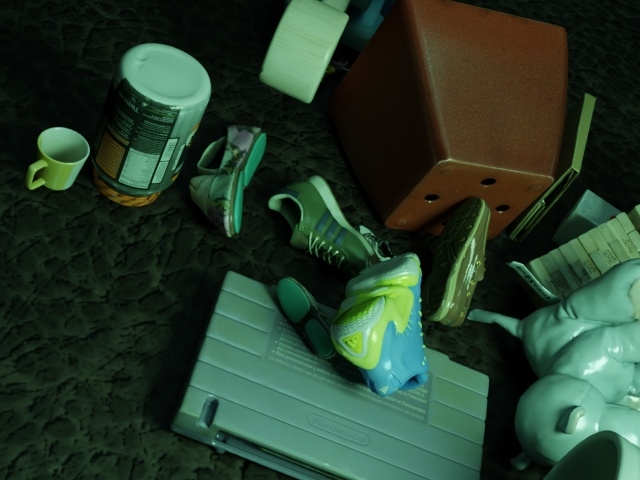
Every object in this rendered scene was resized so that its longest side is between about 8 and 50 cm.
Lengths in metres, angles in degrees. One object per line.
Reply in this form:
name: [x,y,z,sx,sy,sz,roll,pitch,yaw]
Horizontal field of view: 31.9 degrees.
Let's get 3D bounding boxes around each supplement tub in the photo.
supplement tub: [-0.214,-0.137,1.378,0.117,0.190,0.117,15,46,-16]

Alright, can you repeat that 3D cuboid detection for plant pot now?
plant pot: [0.190,-0.150,1.575,0.267,0.267,0.236,7,58,-23]

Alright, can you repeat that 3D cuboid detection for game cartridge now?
game cartridge: [0.022,0.186,1.302,0.355,0.068,0.230,23,39,-7]

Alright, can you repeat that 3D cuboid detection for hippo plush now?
hippo plush: [0.334,0.164,1.359,0.294,0.234,0.237,29,42,-1]

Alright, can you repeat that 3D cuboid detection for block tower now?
block tower: [0.434,0.013,1.578,0.335,0.097,0.091,-25,74,-19]

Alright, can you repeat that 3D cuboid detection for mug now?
mug: [-0.327,-0.094,1.369,0.078,0.064,0.062,-4,53,-30]

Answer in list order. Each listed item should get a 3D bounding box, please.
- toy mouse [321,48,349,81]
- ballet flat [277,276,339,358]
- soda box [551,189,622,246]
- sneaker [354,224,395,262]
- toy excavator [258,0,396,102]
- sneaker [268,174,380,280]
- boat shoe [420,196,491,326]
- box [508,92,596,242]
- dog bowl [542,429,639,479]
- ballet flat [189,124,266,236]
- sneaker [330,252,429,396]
toy mouse: [-0.016,-0.289,1.741,0.161,0.031,0.143,11,36,-26]
ballet flat: [-0.011,0.092,1.310,0.041,0.041,0.114,-16,59,-38]
soda box: [0.461,0.022,1.678,0.216,0.074,0.069,35,43,7]
sneaker: [0.076,0.005,1.513,0.032,0.037,0.083,-16,57,-36]
toy excavator: [0.034,-0.368,1.676,0.222,0.433,0.445,23,79,-2]
sneaker: [0.000,0.000,1.465,0.086,0.064,0.192,-17,59,-29]
boat shoe: [0.187,0.031,1.491,0.060,0.064,0.178,27,79,-31]
box: [0.347,-0.110,1.673,0.021,0.164,0.201,30,43,-3]
dog bowl: [0.269,0.332,1.143,0.104,0.265,0.265,34,43,0]
ballet flat: [-0.127,-0.081,1.469,0.079,0.077,0.222,8,39,3]
sneaker: [0.081,0.106,1.324,0.126,0.091,0.240,65,27,-11]
